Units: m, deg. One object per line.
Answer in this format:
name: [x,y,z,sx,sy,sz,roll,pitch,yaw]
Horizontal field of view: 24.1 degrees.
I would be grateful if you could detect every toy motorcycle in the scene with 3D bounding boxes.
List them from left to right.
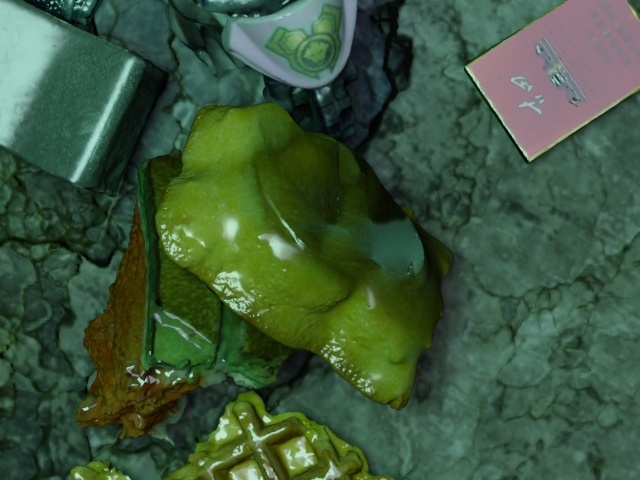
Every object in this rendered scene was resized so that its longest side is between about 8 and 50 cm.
toy motorcycle: [-0.056,-0.219,1.068,0.143,0.188,0.327,-26,88,-5]

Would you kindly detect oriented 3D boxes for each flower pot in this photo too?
flower pot: [-0.235,-0.127,1.119,0.229,0.103,0.108,27,91,4]

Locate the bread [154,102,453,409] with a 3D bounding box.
bread: [0.000,0.000,1.050,0.233,0.160,0.088,30,129,-18]

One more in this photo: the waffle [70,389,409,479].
waffle: [-0.073,0.256,1.131,0.301,0.058,0.281,-4,89,4]

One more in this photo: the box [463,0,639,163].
box: [0.188,-0.131,1.137,0.133,0.023,0.090,-32,86,2]

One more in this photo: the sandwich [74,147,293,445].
sandwich: [-0.106,0.047,1.112,0.109,0.160,0.184,14,51,-29]

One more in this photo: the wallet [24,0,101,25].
wallet: [-0.220,-0.229,1.157,0.129,0.026,0.088,27,91,3]
